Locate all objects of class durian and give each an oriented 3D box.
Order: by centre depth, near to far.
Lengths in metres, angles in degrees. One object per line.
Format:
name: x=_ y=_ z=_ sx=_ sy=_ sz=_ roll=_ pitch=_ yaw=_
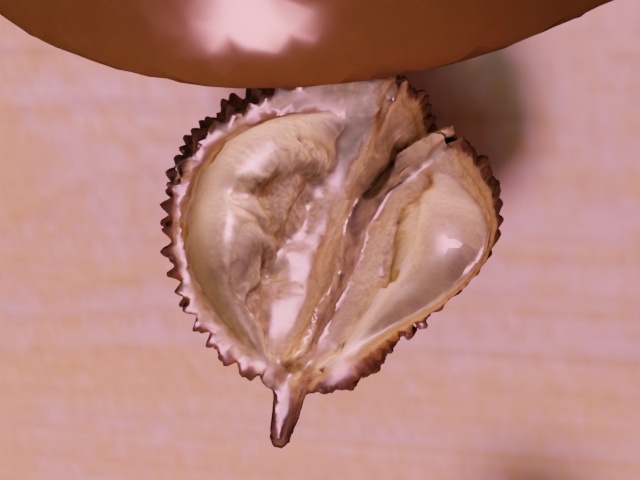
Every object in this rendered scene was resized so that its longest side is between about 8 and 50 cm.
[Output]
durian: x=0.003 y=0.000 z=0.563 sx=0.110 sy=0.071 sz=0.140 roll=15 pitch=111 yaw=4

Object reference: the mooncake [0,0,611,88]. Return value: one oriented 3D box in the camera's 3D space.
mooncake: x=0.009 y=-0.133 z=0.396 sx=0.234 sy=0.235 sz=0.117 roll=3 pitch=124 yaw=18
